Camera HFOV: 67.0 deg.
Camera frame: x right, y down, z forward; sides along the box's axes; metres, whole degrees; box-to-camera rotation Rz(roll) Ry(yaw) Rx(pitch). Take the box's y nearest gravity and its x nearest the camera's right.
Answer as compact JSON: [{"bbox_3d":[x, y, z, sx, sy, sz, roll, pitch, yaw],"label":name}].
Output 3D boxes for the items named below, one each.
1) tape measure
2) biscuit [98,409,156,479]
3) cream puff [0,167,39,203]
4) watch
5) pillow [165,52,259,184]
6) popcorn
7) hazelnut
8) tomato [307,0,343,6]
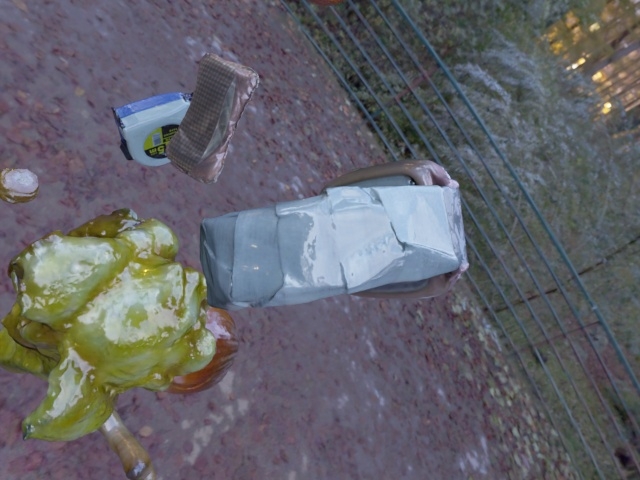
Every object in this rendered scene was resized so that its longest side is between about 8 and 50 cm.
[{"bbox_3d":[-0.388,-0.334,1.347,0.351,0.215,0.098,-25,68,-23],"label":"tape measure"},{"bbox_3d":[-0.362,0.346,0.859,0.047,0.164,0.208,-32,66,-33],"label":"biscuit"},{"bbox_3d":[-1.041,-0.183,1.653,0.126,0.103,0.144,56,30,-3],"label":"cream puff"},{"bbox_3d":[0.000,0.000,0.519,0.241,0.253,0.162,-8,90,-45],"label":"watch"},{"bbox_3d":[-0.189,-0.208,0.830,0.135,0.211,0.034,29,10,21],"label":"pillow"},{"bbox_3d":[-0.314,0.135,0.713,0.289,0.321,0.326,22,38,-27],"label":"popcorn"},{"bbox_3d":[-0.476,0.387,1.766,0.372,0.315,0.373,-3,96,-26],"label":"hazelnut"},{"bbox_3d":[-0.015,-0.629,1.042,0.236,0.095,0.237,-5,97,-43],"label":"tomato"}]
